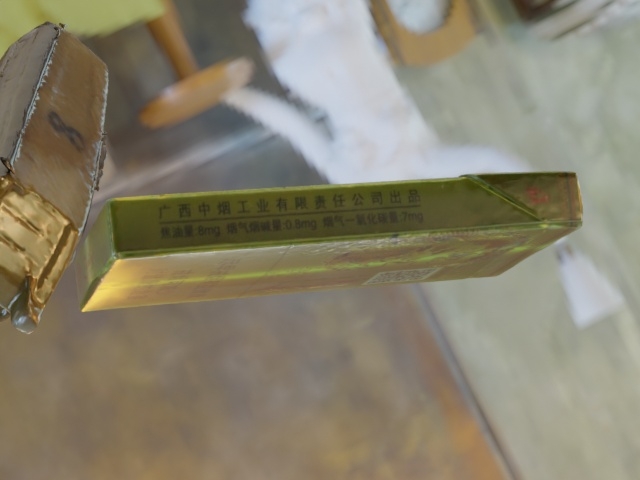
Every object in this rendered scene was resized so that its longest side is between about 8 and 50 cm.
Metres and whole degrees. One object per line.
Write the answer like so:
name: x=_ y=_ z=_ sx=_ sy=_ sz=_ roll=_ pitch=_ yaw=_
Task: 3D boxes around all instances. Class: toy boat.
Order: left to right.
toy boat: x=-0.149 y=-0.033 z=0.896 sx=0.088 sy=0.068 sz=0.226 roll=-41 pitch=-155 yaw=22

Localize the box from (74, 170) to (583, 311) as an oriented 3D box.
box: x=0.000 y=0.000 z=1.249 sx=0.311 sy=0.043 sz=0.173 roll=-4 pitch=168 yaw=-15
